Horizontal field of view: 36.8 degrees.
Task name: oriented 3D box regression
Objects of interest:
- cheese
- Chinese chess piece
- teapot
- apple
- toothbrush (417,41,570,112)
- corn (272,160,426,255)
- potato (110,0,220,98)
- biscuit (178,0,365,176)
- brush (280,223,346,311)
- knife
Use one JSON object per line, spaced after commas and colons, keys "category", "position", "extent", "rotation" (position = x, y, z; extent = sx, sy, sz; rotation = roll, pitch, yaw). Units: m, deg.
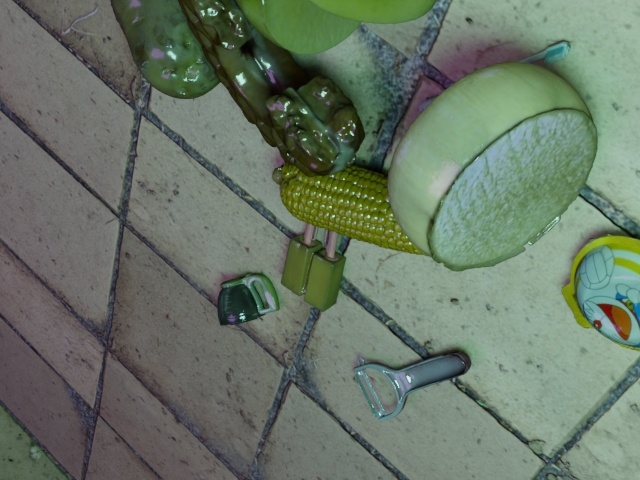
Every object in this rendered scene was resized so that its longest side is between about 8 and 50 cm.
{"category": "cheese", "position": [0.427, 0.062, 1.231], "extent": [0.270, 0.069, 0.177], "rotation": [-20, 101, 49]}
{"category": "Chinese chess piece", "position": [0.213, -0.088, 1.185], "extent": [0.112, 0.270, 0.270], "rotation": [53, 146, 34]}
{"category": "teapot", "position": [-0.144, 0.111, 1.862], "extent": [0.092, 0.124, 0.091], "rotation": [-88, -16, -88]}
{"category": "apple", "position": [0.016, -0.372, 1.198], "extent": [0.292, 0.254, 0.292], "rotation": [23, 126, 35]}
{"category": "toothbrush", "position": [0.224, -0.214, 1.281], "extent": [0.022, 0.026, 0.263], "rotation": [34, 152, -28]}
{"category": "corn", "position": [0.058, -0.059, 1.489], "extent": [0.321, 0.119, 0.119], "rotation": [18, 129, 33]}
{"category": "potato", "position": [-0.248, -0.353, 1.564], "extent": [0.165, 0.165, 0.262], "rotation": [-27, 85, 51]}
{"category": "biscuit", "position": [-0.078, -0.251, 1.423], "extent": [0.366, 0.115, 0.268], "rotation": [56, 173, -6]}
{"category": "brush", "position": [0.000, 0.000, 1.651], "extent": [0.103, 0.047, 0.233], "rotation": [31, 126, 27]}
{"category": "knife", "position": [0.163, 0.222, 1.631], "extent": [0.278, 0.053, 0.123], "rotation": [-31, 89, 51]}
